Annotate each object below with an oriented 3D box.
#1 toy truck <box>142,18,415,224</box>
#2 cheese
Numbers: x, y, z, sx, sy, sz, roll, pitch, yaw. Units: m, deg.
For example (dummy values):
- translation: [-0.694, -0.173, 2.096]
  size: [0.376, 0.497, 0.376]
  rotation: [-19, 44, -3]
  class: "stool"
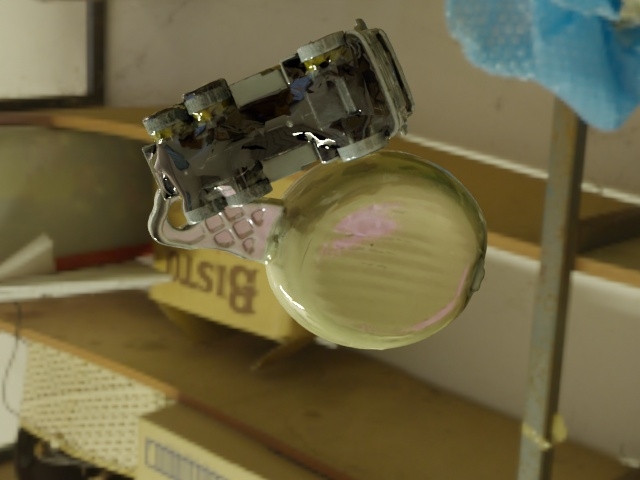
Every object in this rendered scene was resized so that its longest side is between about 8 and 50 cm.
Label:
- translation: [-0.021, -0.050, 0.477]
  size: [0.123, 0.052, 0.063]
  rotation: [-20, -172, 25]
  class: "toy truck"
- translation: [0.000, 0.000, 0.730]
  size: [0.227, 0.137, 0.064]
  rotation: [10, -164, -24]
  class: "cheese"
